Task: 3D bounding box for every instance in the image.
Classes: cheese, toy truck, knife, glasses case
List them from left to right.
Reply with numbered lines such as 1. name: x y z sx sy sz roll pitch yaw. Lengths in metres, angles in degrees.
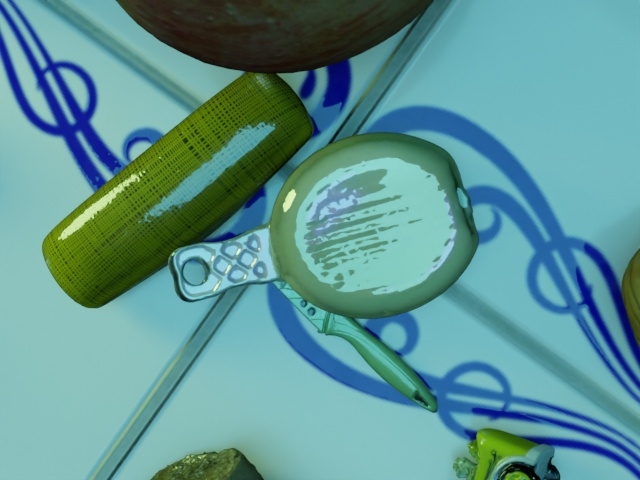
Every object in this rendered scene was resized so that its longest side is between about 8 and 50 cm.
1. glasses case: -0.109 -0.037 0.697 0.234 0.064 0.079 -38 83 7
2. cheese: 0.000 0.000 0.678 0.227 0.064 0.137 -15 92 -2
3. knife: 0.013 0.066 0.717 0.207 0.014 0.030 43 96 3
4. toy truck: 0.129 0.198 0.689 0.076 0.076 0.111 20 92 27

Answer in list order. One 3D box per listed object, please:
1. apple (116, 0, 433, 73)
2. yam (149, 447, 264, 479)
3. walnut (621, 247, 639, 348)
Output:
1. apple: -0.026 -0.278 0.552 0.269 0.345 0.345 -10 92 3
2. yam: -0.048 0.272 0.681 0.128 0.129 0.238 -37 89 41
3. walnut: 0.292 0.048 0.632 0.166 0.149 0.167 5 62 -9
